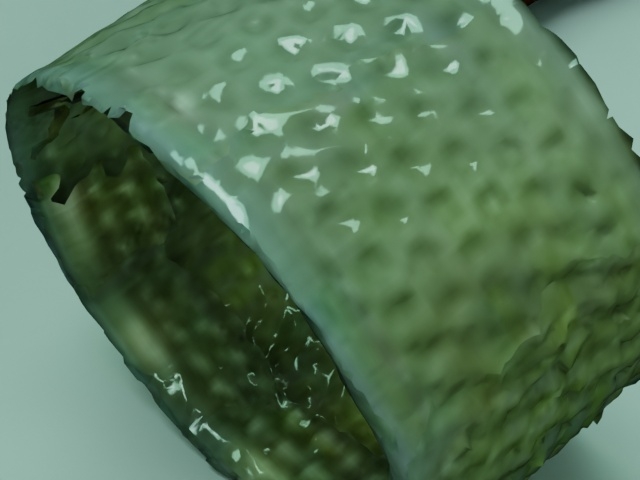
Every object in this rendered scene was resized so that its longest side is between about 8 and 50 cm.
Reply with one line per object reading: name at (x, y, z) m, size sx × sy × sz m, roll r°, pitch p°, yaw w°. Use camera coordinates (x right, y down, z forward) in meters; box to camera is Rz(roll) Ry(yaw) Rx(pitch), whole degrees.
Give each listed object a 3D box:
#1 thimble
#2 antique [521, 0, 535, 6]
thimble at (0.000, 0.000, 0.551) m, size 0.150 × 0.271 × 0.271 m, roll -38°, pitch 51°, yaw -23°
antique at (0.142, -0.261, 0.892) m, size 0.223 × 0.129 × 0.278 m, roll 9°, pitch 47°, yaw 18°
